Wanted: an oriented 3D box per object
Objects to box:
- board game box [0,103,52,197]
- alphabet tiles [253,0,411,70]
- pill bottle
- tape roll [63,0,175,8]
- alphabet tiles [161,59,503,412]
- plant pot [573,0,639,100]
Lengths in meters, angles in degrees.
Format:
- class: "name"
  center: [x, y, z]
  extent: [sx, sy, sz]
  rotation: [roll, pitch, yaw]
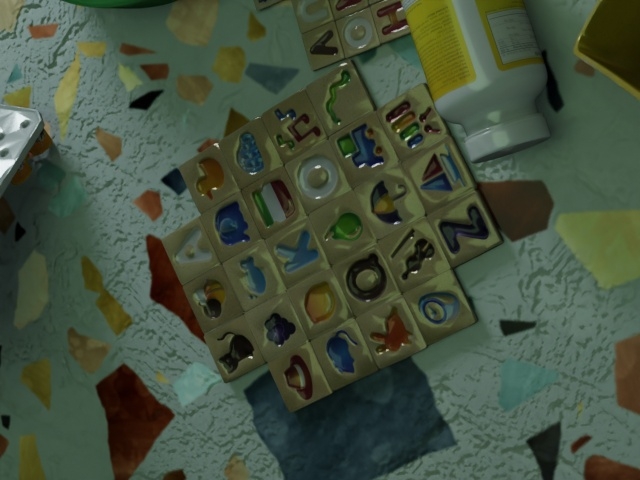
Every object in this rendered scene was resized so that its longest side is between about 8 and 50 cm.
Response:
- class: "board game box"
  center: [-0.537, -0.002, 1.265]
  extent: [0.390, 0.050, 0.390]
  rotation: [10, 60, 25]
- class: "alphabet tiles"
  center: [0.010, -0.297, 1.118]
  extent: [0.198, 0.009, 0.237]
  rotation: [-18, 86, 26]
- class: "pill bottle"
  center: [0.140, -0.166, 1.012]
  extent: [0.103, 0.103, 0.184]
  rotation: [-19, 86, 26]
- class: "tape roll"
  center: [-0.205, -0.396, 1.147]
  extent: [0.321, 0.077, 0.321]
  rotation: [4, 102, 21]
- class: "alphabet tiles"
  center: [0.000, 0.000, 1.147]
  extent: [0.342, 0.011, 0.285]
  rotation: [-29, 82, 25]
- class: "plant pot"
  center: [0.347, -0.173, 0.845]
  extent: [0.187, 0.212, 0.212]
  rotation: [23, 108, -15]
